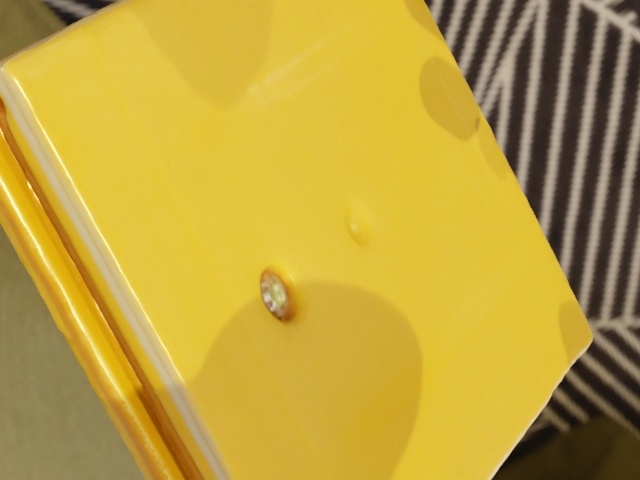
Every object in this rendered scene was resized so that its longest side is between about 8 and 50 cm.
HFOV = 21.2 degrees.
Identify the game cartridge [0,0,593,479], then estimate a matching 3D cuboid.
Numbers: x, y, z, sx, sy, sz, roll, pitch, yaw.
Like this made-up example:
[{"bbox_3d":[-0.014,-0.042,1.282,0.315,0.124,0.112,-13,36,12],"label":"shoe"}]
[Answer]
[{"bbox_3d":[0.000,0.000,0.809,0.053,0.324,0.285,-22,100,34],"label":"game cartridge"}]
